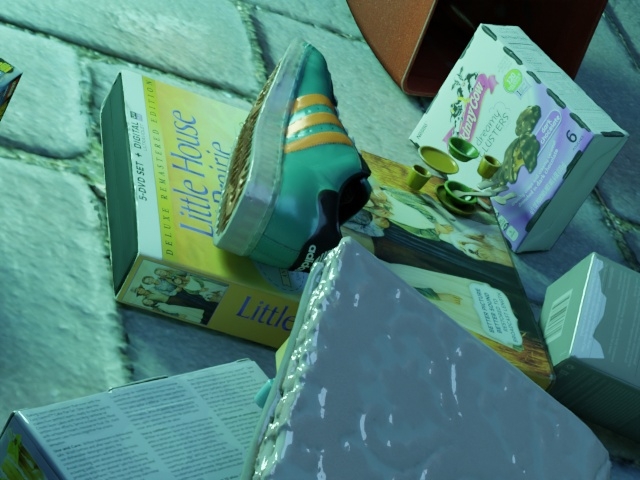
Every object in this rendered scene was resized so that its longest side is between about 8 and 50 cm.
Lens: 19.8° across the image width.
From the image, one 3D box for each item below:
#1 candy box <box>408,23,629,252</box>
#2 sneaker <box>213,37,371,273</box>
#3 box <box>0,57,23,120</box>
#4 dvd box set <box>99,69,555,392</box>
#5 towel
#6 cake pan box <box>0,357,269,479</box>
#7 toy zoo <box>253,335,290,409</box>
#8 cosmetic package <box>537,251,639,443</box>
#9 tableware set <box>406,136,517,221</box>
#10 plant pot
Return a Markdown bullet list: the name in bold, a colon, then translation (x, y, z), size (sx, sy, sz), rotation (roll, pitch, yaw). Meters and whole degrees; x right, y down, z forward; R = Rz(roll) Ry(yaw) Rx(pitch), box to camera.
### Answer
- **candy box**: translation (0.211, -0.112, 1.988), size (0.070, 0.165, 0.196), rotation (-3, 43, -47)
- **sneaker**: translation (-0.014, -0.069, 1.670), size (0.121, 0.108, 0.302), rotation (25, 37, -11)
- **box**: translation (-0.300, -0.078, 1.513), size (0.027, 0.137, 0.094), rotation (33, 29, 3)
- **dvd box set**: translation (0.000, 0.000, 1.738), size (0.420, 0.062, 0.307), rotation (18, 31, -21)
- **towel**: translation (0.077, 0.208, 1.339), size (0.317, 0.053, 0.332), rotation (38, 47, -21)
- **cake pan box**: translation (-0.075, 0.207, 1.358), size (0.267, 0.070, 0.246), rotation (-10, 51, -49)
- **toy zoo**: translation (0.068, 0.176, 1.476), size (0.293, 0.030, 0.192), rotation (31, 19, -28)
- **cosmetic package**: translation (0.329, 0.124, 1.766), size (0.238, 0.107, 0.127), rotation (28, 58, -12)
- **tableware set**: translation (0.140, -0.070, 1.889), size (0.104, 0.024, 0.154), rotation (40, 30, 20)
- **plant pot**: translation (0.177, -0.337, 2.227), size (0.267, 0.267, 0.236), rotation (3, 28, -39)
